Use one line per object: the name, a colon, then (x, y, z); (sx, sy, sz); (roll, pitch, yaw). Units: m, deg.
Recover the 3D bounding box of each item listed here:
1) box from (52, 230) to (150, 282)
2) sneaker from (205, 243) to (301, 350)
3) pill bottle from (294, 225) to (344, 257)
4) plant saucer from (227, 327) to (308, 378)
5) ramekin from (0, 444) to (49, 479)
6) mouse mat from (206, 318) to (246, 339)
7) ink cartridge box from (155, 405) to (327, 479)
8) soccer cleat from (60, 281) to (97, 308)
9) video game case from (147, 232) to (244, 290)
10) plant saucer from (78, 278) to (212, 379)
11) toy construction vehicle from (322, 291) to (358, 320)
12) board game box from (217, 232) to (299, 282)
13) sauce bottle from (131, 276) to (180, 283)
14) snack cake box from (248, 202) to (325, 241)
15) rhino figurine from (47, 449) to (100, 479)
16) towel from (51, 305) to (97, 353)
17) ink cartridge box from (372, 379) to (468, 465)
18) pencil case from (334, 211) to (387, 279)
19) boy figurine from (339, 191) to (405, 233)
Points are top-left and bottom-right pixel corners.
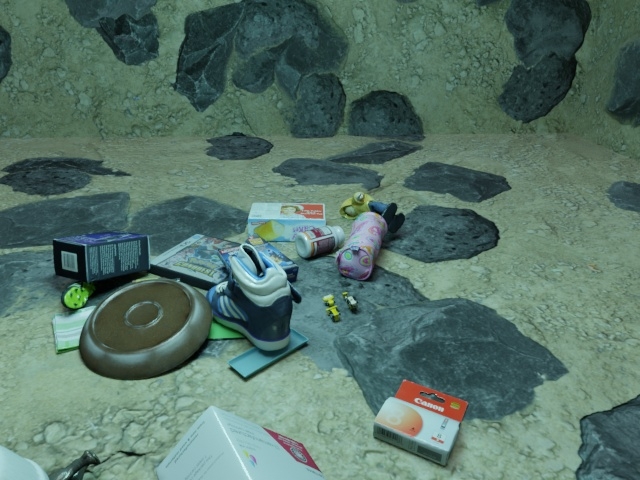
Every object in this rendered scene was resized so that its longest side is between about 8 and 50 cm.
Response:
box: (-0.617, 0.041, 1.417); (0.153, 0.108, 0.207); (7, 11, 30)
sneaker: (-0.182, 0.100, 1.206); (0.130, 0.236, 0.323); (-19, 29, -35)
pill bottle: (0.000, 0.000, 1.619); (0.152, 0.086, 0.086); (-15, 30, -31)
plant saucer: (-0.118, 0.260, 1.154); (0.192, 0.018, 0.067); (-21, 34, -40)
ramekin: (-0.509, 0.387, 0.701); (0.207, 0.109, 0.207); (-13, 36, 9)
mouse mat: (-0.249, 0.198, 1.289); (0.153, 0.007, 0.189); (-1, 27, -5)
ink cartridge box: (-0.054, 0.385, 0.644); (0.131, 0.226, 0.306); (-51, 40, -4)
soccer cleat: (-0.653, 0.145, 1.315); (0.072, 0.060, 0.179); (-17, 12, -3)
video game case: (-0.348, 0.061, 1.537); (0.275, 0.035, 0.248); (13, 28, 23)
plant saucer: (-0.417, 0.189, 1.183); (0.311, 0.050, 0.310); (-1, 39, 1)
toy construction vehicle: (0.053, 0.175, 1.326); (0.086, 0.035, 0.098); (-19, 28, -14)
board game box: (-0.196, 0.059, 1.460); (0.194, 0.060, 0.194); (-10, 39, -32)
sauce bottle: (-0.459, 0.123, 1.395); (0.128, 0.042, 0.042); (-7, 27, -13)
snack cake box: (-0.115, -0.066, 1.748); (0.265, 0.089, 0.152); (1, 24, -1)
rhino figurine: (-0.348, 0.420, 0.745); (0.106, 0.073, 0.243); (-38, 43, -26)
towel: (-0.594, 0.214, 1.224); (0.113, 0.023, 0.152); (-13, 29, -25)
ink cartridge box: (0.203, 0.338, 0.977); (0.146, 0.045, 0.179); (14, 31, 24)
pencil case: (0.131, 0.011, 1.562); (0.124, 0.124, 0.284); (8, 29, 15)
boy figurine: (0.168, -0.112, 1.794); (0.092, 0.177, 0.285); (-52, 37, -14)
